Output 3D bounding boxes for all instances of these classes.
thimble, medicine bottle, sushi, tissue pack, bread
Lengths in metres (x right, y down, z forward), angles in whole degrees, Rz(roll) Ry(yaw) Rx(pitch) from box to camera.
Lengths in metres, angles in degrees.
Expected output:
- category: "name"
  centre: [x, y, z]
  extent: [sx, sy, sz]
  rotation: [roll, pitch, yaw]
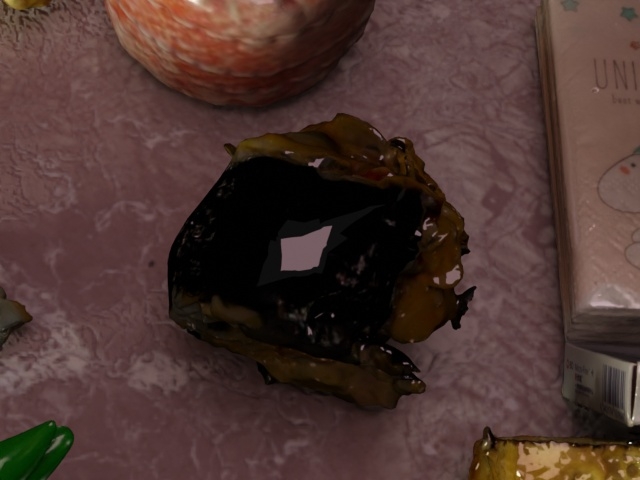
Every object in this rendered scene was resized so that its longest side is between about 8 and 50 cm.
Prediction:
- category: "thimble"
  centre: [-0.065, -0.236, 1.077]
  extent: [0.239, 0.162, 0.239]
  rotation: [3, 61, -5]
- category: "medicine bottle"
  centre: [0.289, 0.108, 0.938]
  extent: [0.201, 0.171, 0.052]
  rotation: [4, 90, -4]
- category: "sushi"
  centre: [0.006, 0.003, 0.953]
  extent: [0.200, 0.213, 0.204]
  rotation: [27, 74, -19]
- category: "tissue pack"
  centre: [0.270, -0.067, 1.085]
  extent: [0.170, 0.071, 0.325]
  rotation: [2, 60, -5]
- category: "bread"
  centre: [0.217, 0.191, 0.889]
  extent: [0.229, 0.143, 0.139]
  rotation: [2, 76, -1]

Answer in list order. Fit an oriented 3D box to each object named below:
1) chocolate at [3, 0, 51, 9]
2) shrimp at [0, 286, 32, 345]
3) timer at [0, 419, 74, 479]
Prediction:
- category: "chocolate"
  centre: [-0.373, -0.364, 1.108]
  extent: [0.445, 0.162, 0.162]
  rotation: [40, 64, 12]
- category: "shrimp"
  centre: [-0.293, 0.094, 0.933]
  extent: [0.161, 0.049, 0.166]
  rotation: [6, 62, -2]
- category: "timer"
  centre: [-0.269, 0.175, 0.779]
  extent: [0.285, 0.285, 0.285]
  rotation: [3, 61, -6]
